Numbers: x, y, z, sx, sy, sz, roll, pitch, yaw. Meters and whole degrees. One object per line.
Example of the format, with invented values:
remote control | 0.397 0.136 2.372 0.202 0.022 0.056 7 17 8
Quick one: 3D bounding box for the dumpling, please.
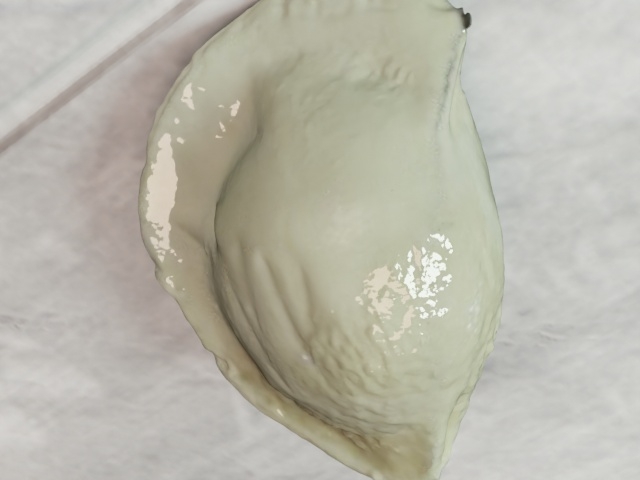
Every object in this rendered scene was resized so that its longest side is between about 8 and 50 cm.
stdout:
dumpling | 0.000 0.004 0.686 0.167 0.126 0.215 6 135 22
